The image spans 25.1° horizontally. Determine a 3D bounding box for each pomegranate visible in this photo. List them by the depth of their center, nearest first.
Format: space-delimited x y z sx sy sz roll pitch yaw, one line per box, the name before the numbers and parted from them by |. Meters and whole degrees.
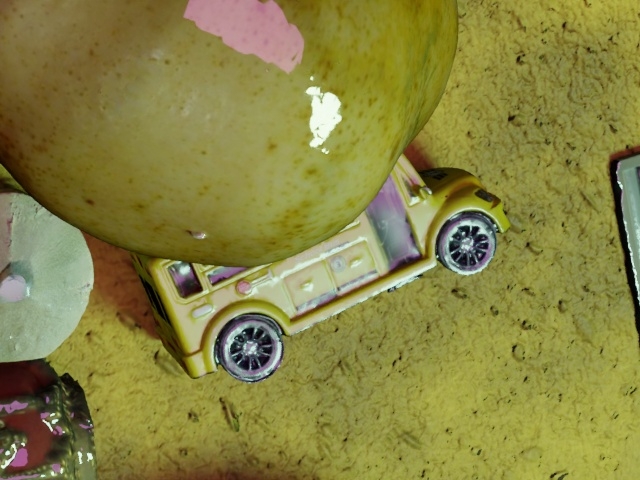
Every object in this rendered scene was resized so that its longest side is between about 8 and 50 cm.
pomegranate | -0.087 -0.181 1.107 0.416 0.416 0.417 -4 101 -19

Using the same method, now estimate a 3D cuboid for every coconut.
coconut | -0.270 0.026 1.224 0.147 0.152 0.147 -4 101 -21

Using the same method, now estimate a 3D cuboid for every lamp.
lamp | -0.328 0.193 1.223 0.274 0.177 0.177 -9 103 -19

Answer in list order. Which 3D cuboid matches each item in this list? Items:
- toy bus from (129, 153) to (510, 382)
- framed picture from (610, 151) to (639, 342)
toy bus | 0.000 0.000 1.319 0.331 0.145 0.151 -26 105 -13
framed picture | 0.414 0.017 1.538 0.192 0.018 0.265 -18 105 -15
